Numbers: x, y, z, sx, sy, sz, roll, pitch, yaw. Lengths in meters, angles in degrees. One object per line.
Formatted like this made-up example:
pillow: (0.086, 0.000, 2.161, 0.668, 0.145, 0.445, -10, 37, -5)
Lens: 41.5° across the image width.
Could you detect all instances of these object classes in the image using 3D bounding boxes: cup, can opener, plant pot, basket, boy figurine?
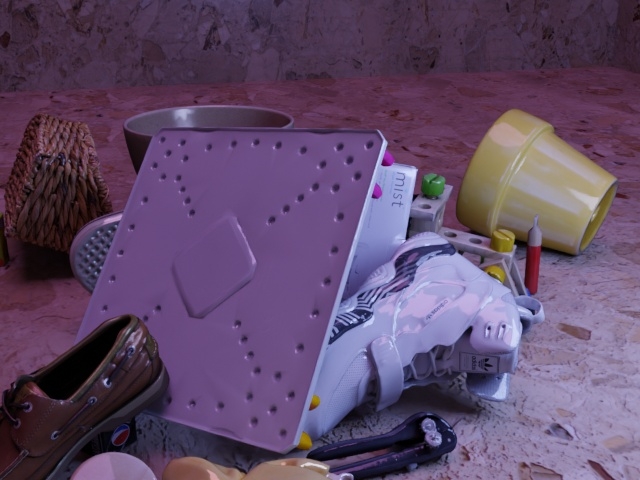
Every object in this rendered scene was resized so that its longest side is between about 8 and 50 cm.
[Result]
cup: (-0.217, -0.125, 1.685, 0.331, 0.236, 0.331, 0, 18, 0)
can opener: (0.074, 0.246, 0.980, 0.186, 0.073, 0.059, -13, 63, -23)
plant pot: (0.428, -0.096, 1.633, 0.239, 0.254, 0.254, 28, 31, 24)
basket: (-0.455, -0.109, 1.591, 0.223, 0.213, 0.299, 19, 11, -25)
boy figurine: (-0.032, 0.279, 0.825, 0.285, 0.092, 0.177, 5, 22, 16)

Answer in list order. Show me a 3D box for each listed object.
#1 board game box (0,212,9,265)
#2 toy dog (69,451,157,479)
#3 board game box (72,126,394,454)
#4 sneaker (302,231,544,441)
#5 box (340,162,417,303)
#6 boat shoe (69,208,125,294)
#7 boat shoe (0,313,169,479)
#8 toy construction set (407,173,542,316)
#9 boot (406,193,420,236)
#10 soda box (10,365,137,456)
board game box: (-0.676, 0.002, 1.556, 0.181, 0.092, 0.043, -2, 22, -7)
toy dog: (-0.286, 0.296, 0.692, 0.334, 0.220, 0.161, -13, 55, -14)
board game box: (-0.123, 0.040, 1.072, 0.390, 0.389, 0.050, 6, -19, 36)
sneaker: (0.121, 0.146, 1.057, 0.210, 0.137, 0.366, 27, 53, 27)
box: (0.000, 0.000, 1.241, 0.231, 0.261, 0.127, 7, 5, -12)
boat shoe: (-0.179, 0.011, 1.425, 0.500, 0.186, 0.156, -8, 16, -33)
boat shoe: (-0.311, 0.193, 0.929, 0.111, 0.104, 0.307, 20, 48, 37)
toy construction set: (0.243, 0.009, 1.333, 0.309, 0.237, 0.257, -17, 27, -39)
boot: (0.137, -0.033, 1.694, 0.161, 0.083, 0.246, -6, 14, 0)
soda box: (-0.307, 0.212, 1.051, 0.169, 0.053, 0.060, 15, 25, 32)
